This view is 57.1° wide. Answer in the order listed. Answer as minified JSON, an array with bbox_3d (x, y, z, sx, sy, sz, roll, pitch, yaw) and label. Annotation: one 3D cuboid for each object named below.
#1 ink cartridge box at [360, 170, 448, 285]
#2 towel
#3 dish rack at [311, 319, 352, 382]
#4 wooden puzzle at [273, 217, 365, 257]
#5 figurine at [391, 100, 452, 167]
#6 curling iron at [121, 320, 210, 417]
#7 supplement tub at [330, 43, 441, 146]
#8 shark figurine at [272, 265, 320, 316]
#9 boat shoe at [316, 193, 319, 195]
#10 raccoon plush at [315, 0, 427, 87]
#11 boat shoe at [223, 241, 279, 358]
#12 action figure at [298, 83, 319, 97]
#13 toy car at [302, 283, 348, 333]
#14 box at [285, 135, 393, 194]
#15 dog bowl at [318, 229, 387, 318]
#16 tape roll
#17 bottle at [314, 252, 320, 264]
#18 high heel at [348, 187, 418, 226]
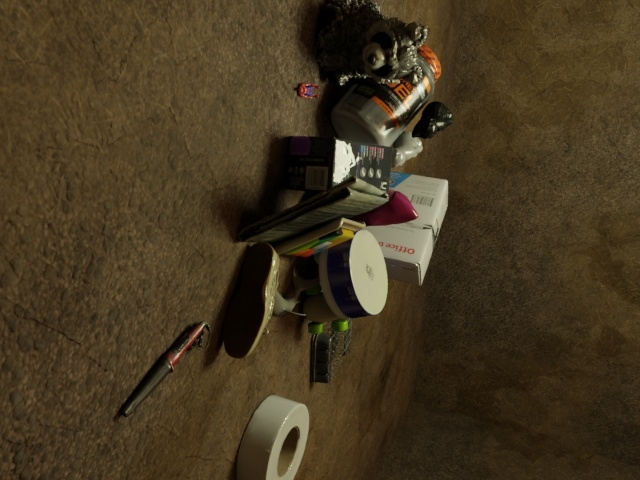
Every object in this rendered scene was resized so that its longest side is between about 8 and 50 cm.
[{"bbox_3d":[0.298,-0.056,2.238,0.166,0.285,0.395,72,36,-53],"label":"ink cartridge box"},{"bbox_3d":[-0.011,-0.071,1.468,0.324,0.312,0.056,-3,73,-69],"label":"towel"},{"bbox_3d":[0.049,0.371,2.129,0.271,0.074,0.208,-46,143,-58],"label":"dish rack"},{"bbox_3d":[0.000,0.000,1.616,0.044,0.220,0.238,69,18,7],"label":"wooden puzzle"},{"bbox_3d":[0.279,-0.304,1.751,0.215,0.092,0.209,-43,180,32],"label":"figurine"},{"bbox_3d":[-0.304,0.258,1.196,0.274,0.035,0.068,-51,146,-51],"label":"curling iron"},{"bbox_3d":[0.203,-0.434,1.781,0.338,0.207,0.207,-51,151,-15],"label":"supplement tub"},{"bbox_3d":[-0.081,0.174,1.629,0.278,0.116,0.166,-8,110,-66],"label":"shark figurine"},{"bbox_3d":[0.044,-0.139,1.807,0.103,0.118,0.320,-47,-171,43],"label":"boat shoe"},{"bbox_3d":[0.184,-0.595,1.640,0.216,0.299,0.447,76,32,-49],"label":"raccoon plush"},{"bbox_3d":[-0.154,0.150,1.431,0.089,0.104,0.285,45,58,-62],"label":"boat shoe"},{"bbox_3d":[-0.032,-0.399,1.567,0.115,0.030,0.038,-24,128,-63],"label":"action figure"},{"bbox_3d":[0.016,0.200,1.914,0.188,0.148,0.155,-105,-170,-82],"label":"toy car"},{"bbox_3d":[0.054,-0.199,1.598,0.270,0.165,0.144,-3,100,-50],"label":"box"},{"bbox_3d":[0.104,0.102,1.784,0.265,0.104,0.265,30,55,-55],"label":"dog bowl"},{"bbox_3d":[-0.135,0.607,1.730,0.286,0.100,0.286,11,90,-69],"label":"tape roll"},{"bbox_3d":[0.059,0.053,1.947,0.283,0.092,0.118,5,91,-69],"label":"bottle"},{"bbox_3d":[0.165,-0.052,1.878,0.127,0.181,0.377,-50,178,-24],"label":"high heel"}]
